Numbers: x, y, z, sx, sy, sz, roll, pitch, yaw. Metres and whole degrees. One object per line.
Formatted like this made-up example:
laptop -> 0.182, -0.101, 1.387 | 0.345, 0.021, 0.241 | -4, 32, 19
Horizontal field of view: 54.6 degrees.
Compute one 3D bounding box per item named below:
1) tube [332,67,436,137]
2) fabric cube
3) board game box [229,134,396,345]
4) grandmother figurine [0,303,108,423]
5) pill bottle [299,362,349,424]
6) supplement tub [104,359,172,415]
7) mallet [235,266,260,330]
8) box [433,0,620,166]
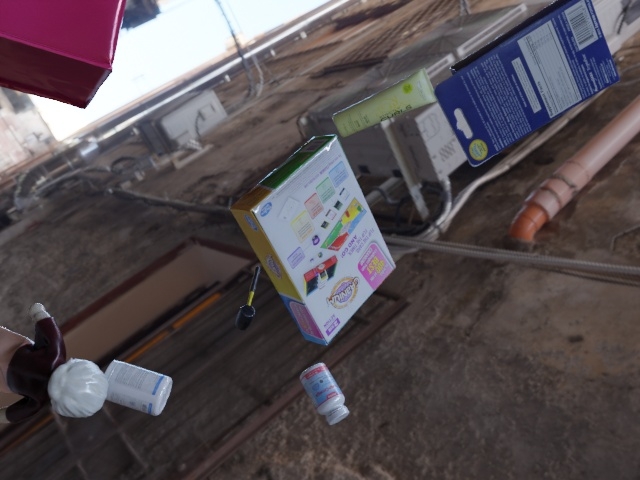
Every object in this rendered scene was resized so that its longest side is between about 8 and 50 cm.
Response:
tube -> 0.148, -0.317, 1.455 | 0.070, 0.240, 0.062 | 18, 51, -73
fabric cube -> -0.430, -0.373, 0.912 | 0.259, 0.254, 0.258 | -3, -102, 60
board game box -> 0.000, 0.000, 1.167 | 0.064, 0.242, 0.316 | 6, -48, 47
grandmother figurine -> -0.494, 0.212, 1.047 | 0.343, 0.104, 0.207 | 12, -88, 29
pill bottle -> 0.013, 0.436, 1.761 | 0.160, 0.087, 0.087 | 56, -22, 25
supplement tub -> -0.320, 0.256, 1.079 | 0.107, 0.071, 0.071 | 19, -30, 1
mallet -> -0.175, 0.143, 1.540 | 0.039, 0.189, 0.062 | 19, -56, -9
box -> 0.269, -0.211, 0.825 | 0.136, 0.225, 0.036 | 55, 7, -26
